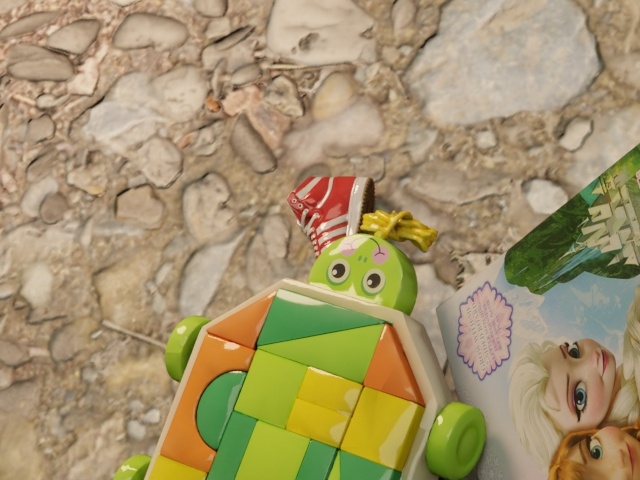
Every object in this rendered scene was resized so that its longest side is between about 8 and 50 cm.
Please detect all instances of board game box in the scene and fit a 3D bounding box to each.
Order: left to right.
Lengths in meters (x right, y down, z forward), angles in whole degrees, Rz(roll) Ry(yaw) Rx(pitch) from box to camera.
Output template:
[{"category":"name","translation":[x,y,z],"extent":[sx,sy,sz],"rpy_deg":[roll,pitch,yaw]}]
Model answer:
[{"category":"board game box","translation":[0.221,0.117,1.207],"extent":[0.318,0.066,0.319],"rpy_deg":[-44,50,45]}]

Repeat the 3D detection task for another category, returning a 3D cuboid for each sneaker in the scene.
[{"category":"sneaker","translation":[0.000,0.000,1.449],"extent":[0.067,0.042,0.118],"rpy_deg":[7,62,16]}]

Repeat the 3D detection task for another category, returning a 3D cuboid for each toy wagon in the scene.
[{"category":"toy wagon","translation":[-0.011,0.131,1.343],"extent":[0.267,0.068,0.344],"rpy_deg":[16,82,33]}]
